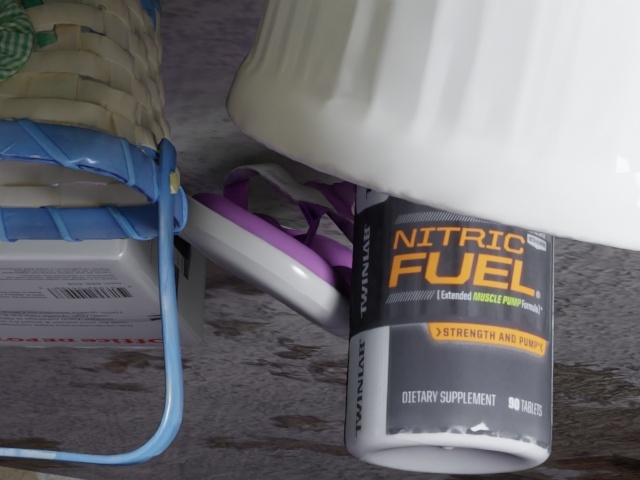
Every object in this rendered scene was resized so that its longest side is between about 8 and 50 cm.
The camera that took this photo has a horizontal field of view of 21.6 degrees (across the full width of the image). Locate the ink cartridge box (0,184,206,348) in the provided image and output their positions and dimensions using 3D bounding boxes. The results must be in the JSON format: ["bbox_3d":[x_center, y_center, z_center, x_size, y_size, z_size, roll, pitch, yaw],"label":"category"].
[{"bbox_3d":[-0.210,0.000,1.301,0.197,0.114,0.273,0,163,8],"label":"ink cartridge box"}]

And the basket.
[{"bbox_3d":[-0.199,-0.021,0.914,0.255,0.288,0.201,-3,171,10],"label":"basket"}]

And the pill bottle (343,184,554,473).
[{"bbox_3d":[0.084,0.019,1.073,0.130,0.245,0.130,2,163,1],"label":"pill bottle"}]

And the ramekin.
[{"bbox_3d":[0.107,-0.094,0.714,0.277,0.135,0.277,10,-167,-2],"label":"ramekin"}]

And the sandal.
[{"bbox_3d":[-0.014,-0.008,1.256,0.169,0.102,0.416,29,180,6],"label":"sandal"}]
